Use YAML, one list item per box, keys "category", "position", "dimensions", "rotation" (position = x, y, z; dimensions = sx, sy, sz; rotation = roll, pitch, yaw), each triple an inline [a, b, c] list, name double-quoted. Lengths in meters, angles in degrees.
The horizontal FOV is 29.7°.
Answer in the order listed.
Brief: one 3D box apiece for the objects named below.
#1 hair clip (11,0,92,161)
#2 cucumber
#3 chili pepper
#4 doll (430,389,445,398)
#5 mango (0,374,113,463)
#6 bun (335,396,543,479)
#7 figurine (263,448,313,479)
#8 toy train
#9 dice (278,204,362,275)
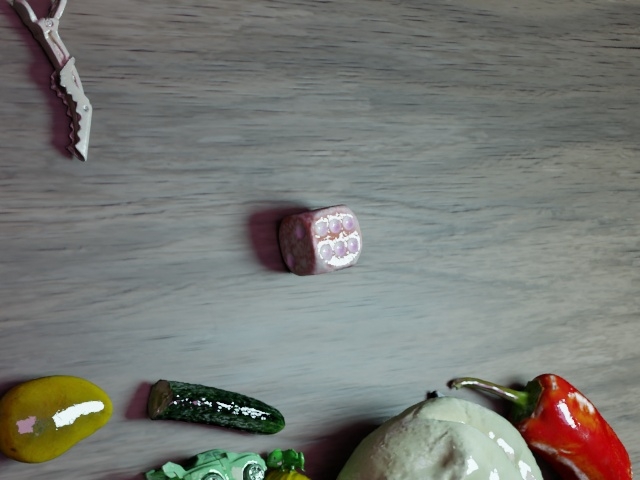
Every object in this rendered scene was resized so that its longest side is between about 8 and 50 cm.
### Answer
- category: "hair clip"
  position: [-0.334, -0.218, 1.590]
  dimensions: [0.072, 0.034, 0.226]
  rotation: [-26, 100, -34]
- category: "cucumber"
  position: [-0.135, 0.236, 1.669]
  dimensions: [0.214, 0.052, 0.058]
  rotation: [16, 96, -33]
- category: "chili pepper"
  position: [0.381, 0.291, 1.972]
  dimensions: [0.338, 0.131, 0.134]
  rotation: [47, 52, -19]
- category: "doll"
  position: [0.247, 0.323, 1.913]
  dimensions: [0.219, 0.067, 0.091]
  rotation: [39, 41, -24]
- category: "mango"
  position: [-0.337, 0.222, 1.518]
  dimensions: [0.161, 0.076, 0.103]
  rotation: [-12, 87, -38]
- category: "bun"
  position: [0.185, 0.411, 1.732]
  dimensions: [0.365, 0.219, 0.365]
  rotation: [-3, 97, -23]
- category: "figurine"
  position: [-0.029, 0.372, 1.692]
  dimensions: [0.094, 0.115, 0.156]
  rotation: [10, 77, -44]
- category: "toy train"
  position: [-0.150, 0.319, 1.629]
  dimensions: [0.149, 0.099, 0.081]
  rotation: [-19, 80, -37]
- category: "dice"
  position: [0.000, 0.000, 1.762]
  dimensions: [0.093, 0.091, 0.094]
  rotation: [-15, 93, -35]
